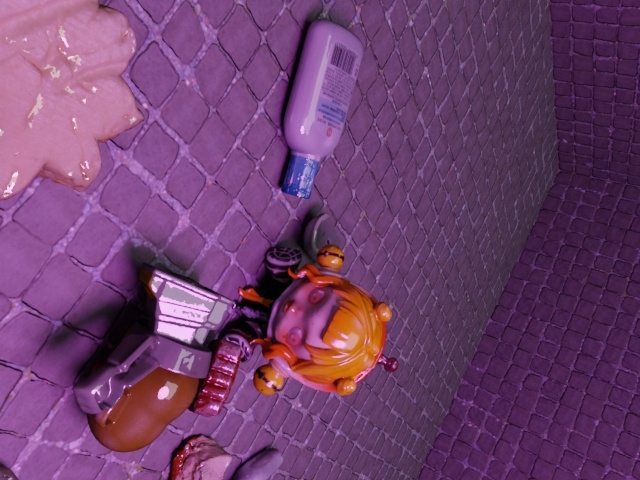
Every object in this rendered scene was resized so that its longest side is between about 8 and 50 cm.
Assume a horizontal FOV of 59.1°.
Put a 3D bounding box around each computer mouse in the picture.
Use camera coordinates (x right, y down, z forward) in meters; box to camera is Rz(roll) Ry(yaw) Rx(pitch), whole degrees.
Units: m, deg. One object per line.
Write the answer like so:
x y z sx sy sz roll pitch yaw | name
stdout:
0.000 0.000 1.288 0.089 0.056 0.182 -61 152 -17 | computer mouse

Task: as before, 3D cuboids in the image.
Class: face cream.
-0.006 -0.251 1.126 0.163 0.080 0.337 6 102 -57 | face cream

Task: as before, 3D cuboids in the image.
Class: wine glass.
-0.181 0.560 1.304 0.262 0.074 0.074 -19 122 -52 | wine glass

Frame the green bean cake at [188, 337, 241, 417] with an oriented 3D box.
-0.190 0.248 1.016 0.056 0.135 0.135 21 72 -14 | green bean cake

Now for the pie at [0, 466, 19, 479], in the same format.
-0.509 0.416 0.759 0.240 0.054 0.241 -32 131 -47 | pie

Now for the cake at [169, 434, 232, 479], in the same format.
-0.269 0.507 1.123 0.220 0.086 0.117 -61 147 -14 | cake

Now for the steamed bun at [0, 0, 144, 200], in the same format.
-0.340 -0.187 0.626 0.295 0.137 0.292 7 97 -65 | steamed bun

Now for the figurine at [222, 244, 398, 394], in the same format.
-0.011 0.168 1.112 0.320 0.323 0.196 -62 145 -12 | figurine

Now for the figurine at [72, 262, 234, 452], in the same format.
-0.264 0.194 0.897 0.342 0.167 0.285 31 79 -57 | figurine
